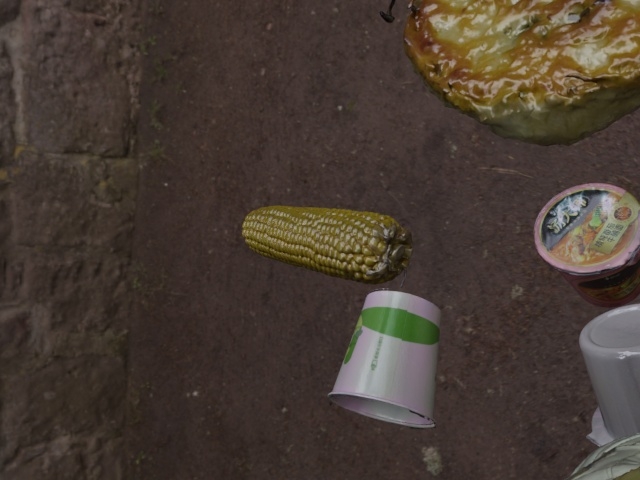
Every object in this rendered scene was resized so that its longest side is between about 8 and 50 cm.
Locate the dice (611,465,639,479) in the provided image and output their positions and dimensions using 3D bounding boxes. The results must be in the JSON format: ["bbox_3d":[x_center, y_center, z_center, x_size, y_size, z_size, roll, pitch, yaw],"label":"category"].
[{"bbox_3d":[0.232,0.260,0.247,0.233,0.227,0.238,28,97,1],"label":"dice"}]

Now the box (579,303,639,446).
[{"bbox_3d":[0.606,0.229,1.016,0.262,0.291,0.206,-16,104,40],"label":"box"}]

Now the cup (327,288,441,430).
[{"bbox_3d":[0.169,0.275,1.298,0.253,0.253,0.274,-6,58,42],"label":"cup"}]

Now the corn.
[{"bbox_3d":[0.000,0.000,0.855,0.305,0.106,0.106,9,95,42],"label":"corn"}]

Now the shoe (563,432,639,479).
[{"bbox_3d":[0.305,0.272,0.535,0.210,0.342,0.132,105,143,-57],"label":"shoe"}]

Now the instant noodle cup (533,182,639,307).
[{"bbox_3d":[0.649,0.031,1.296,0.244,0.255,0.244,-22,48,27],"label":"instant noodle cup"}]

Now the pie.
[{"bbox_3d":[0.232,-0.237,0.551,0.315,0.092,0.315,-21,54,31],"label":"pie"}]

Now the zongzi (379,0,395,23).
[{"bbox_3d":[0.071,-0.211,0.197,0.241,0.111,0.247,32,140,50],"label":"zongzi"}]
